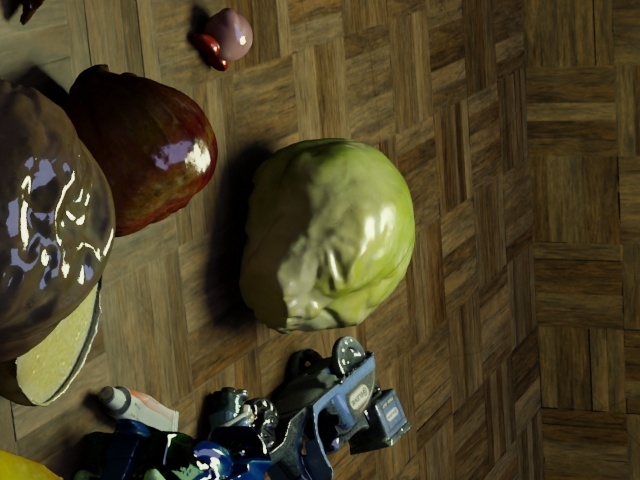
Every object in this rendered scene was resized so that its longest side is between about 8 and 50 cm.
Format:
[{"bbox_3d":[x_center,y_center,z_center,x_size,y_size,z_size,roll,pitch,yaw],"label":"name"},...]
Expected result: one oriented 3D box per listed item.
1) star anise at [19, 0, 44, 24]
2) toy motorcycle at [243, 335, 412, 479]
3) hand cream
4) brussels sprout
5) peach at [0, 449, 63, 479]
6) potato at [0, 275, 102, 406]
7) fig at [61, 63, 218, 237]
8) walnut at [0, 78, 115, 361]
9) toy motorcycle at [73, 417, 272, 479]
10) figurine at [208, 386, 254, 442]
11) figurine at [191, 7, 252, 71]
[{"bbox_3d":[-0.276,-0.326,1.688,0.140,0.144,0.158,-27,87,-30],"label":"star anise"},{"bbox_3d":[0.002,0.280,2.303,0.358,0.125,0.212,-34,103,-55],"label":"toy motorcycle"},{"bbox_3d":[-0.222,0.216,1.954,0.052,0.038,0.216,-57,155,-9],"label":"hand cream"},{"bbox_3d":[0.006,-0.012,2.223,0.317,0.243,0.273,-21,134,-59],"label":"brussels sprout"},{"bbox_3d":[-0.381,0.347,1.323,0.242,0.306,0.380,46,30,6],"label":"peach"},{"bbox_3d":[-0.310,0.079,1.689,0.164,0.081,0.200,67,36,-58],"label":"potato"},{"bbox_3d":[-0.221,-0.107,1.768,0.205,0.205,0.205,1,90,-66],"label":"fig"},{"bbox_3d":[-0.318,-0.021,1.483,0.273,0.227,0.273,-5,90,-67],"label":"walnut"},{"bbox_3d":[-0.157,0.306,1.934,0.331,0.125,0.196,34,55,-52],"label":"toy motorcycle"},{"bbox_3d":[-0.126,0.273,2.110,0.087,0.086,0.149,19,62,-37],"label":"figurine"},{"bbox_3d":[-0.125,-0.271,2.097,0.071,0.067,0.083,-58,163,-16],"label":"figurine"}]
